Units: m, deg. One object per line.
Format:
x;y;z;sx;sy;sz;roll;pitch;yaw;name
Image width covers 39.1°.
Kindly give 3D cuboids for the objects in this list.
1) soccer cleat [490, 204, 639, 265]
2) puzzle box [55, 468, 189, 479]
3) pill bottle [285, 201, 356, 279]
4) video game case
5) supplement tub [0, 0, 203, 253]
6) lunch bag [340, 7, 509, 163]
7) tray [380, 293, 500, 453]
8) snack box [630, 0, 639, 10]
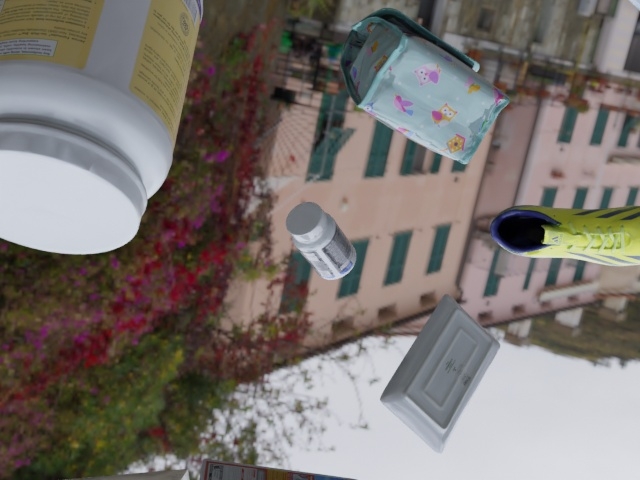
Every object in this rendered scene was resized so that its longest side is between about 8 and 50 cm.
0.398;-0.008;1.379;0.289;0.093;0.121;3;-176;35;soccer cleat
-0.325;0.392;0.945;0.409;0.272;0.052;-5;-176;4;puzzle box
0.000;0.000;1.494;0.078;0.078;0.137;22;160;37;pill bottle
-0.069;0.456;1.528;0.285;0.025;0.204;9;-159;-5;video game case
-0.271;-0.177;1.005;0.241;0.331;0.241;5;151;3;supplement tub
0.156;-0.264;1.491;0.223;0.160;0.262;27;-162;-20;lunch bag
0.219;0.223;1.565;0.145;0.030;0.270;44;-127;-6;tray
0.330;-0.183;0.608;0.174;0.207;0.070;42;156;-6;snack box
